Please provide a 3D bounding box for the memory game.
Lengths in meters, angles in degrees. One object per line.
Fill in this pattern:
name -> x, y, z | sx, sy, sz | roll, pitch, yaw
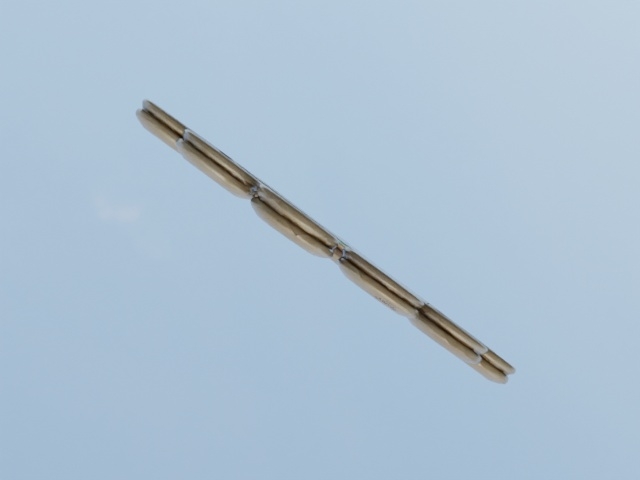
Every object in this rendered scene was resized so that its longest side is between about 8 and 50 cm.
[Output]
memory game -> 0.000, 0.000, 0.787 | 0.186, 0.012, 0.186 | 36, -179, -1
